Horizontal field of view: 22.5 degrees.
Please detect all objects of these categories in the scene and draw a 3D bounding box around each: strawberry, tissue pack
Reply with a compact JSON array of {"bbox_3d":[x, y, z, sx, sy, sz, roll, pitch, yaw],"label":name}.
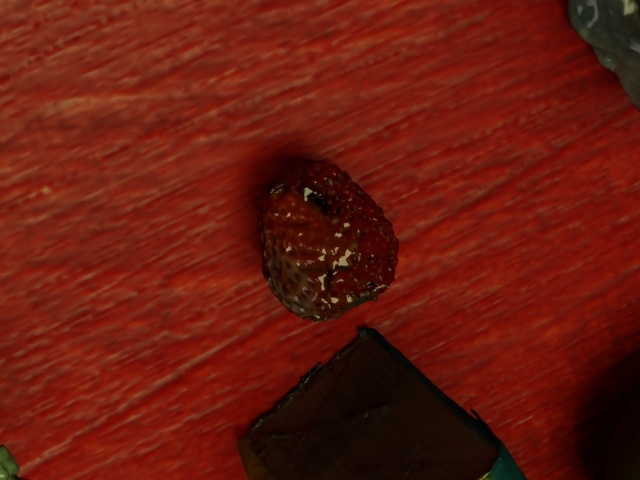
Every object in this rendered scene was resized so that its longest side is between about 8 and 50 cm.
[{"bbox_3d":[0.000,0.000,0.923,0.083,0.083,0.096,-18,118,-14],"label":"strawberry"},{"bbox_3d":[0.082,0.211,0.985,0.134,0.192,0.271,-38,120,-5],"label":"tissue pack"}]

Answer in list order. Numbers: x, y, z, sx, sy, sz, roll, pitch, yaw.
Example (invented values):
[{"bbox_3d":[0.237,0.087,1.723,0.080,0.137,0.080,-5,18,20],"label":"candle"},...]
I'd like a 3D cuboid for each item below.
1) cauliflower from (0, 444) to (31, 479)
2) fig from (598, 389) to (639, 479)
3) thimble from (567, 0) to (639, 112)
[{"bbox_3d":[-0.267,0.180,0.778,0.239,0.315,0.256,22,146,-35],"label":"cauliflower"},{"bbox_3d":[0.303,0.155,1.045,0.230,0.207,0.207,-30,120,-8],"label":"fig"},{"bbox_3d":[0.248,-0.143,0.885,0.172,0.250,0.205,-16,82,-10],"label":"thimble"}]
